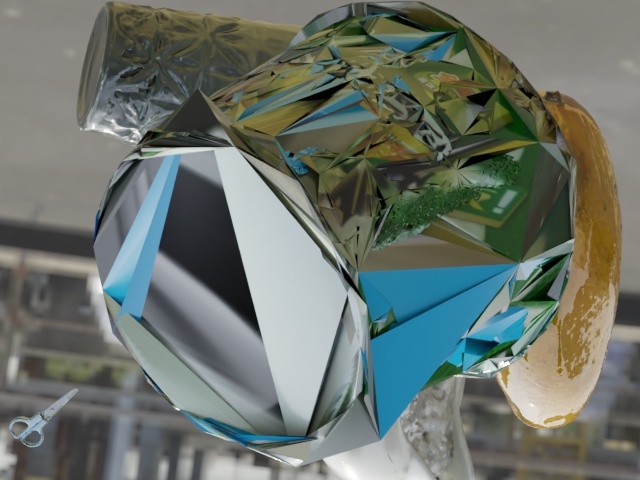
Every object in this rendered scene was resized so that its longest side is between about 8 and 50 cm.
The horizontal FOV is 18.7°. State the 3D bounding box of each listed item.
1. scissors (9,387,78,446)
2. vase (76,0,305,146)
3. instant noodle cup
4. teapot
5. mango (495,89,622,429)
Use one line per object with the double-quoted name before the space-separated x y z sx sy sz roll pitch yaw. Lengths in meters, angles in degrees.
"scissors" -0.255 0.162 1.814 0.036 0.083 0.006 43 -159 -17
"vase" -0.029 -0.092 1.478 0.301 0.251 0.156 12 139 -16
"instant noodle cup" 0.000 0.000 1.056 0.240 0.240 0.178 -2 -162 40
"teapot" 0.073 0.118 1.830 0.166 0.299 0.208 26 -141 34
"mango" 0.225 0.024 1.918 0.144 0.359 0.187 -2 -165 4
